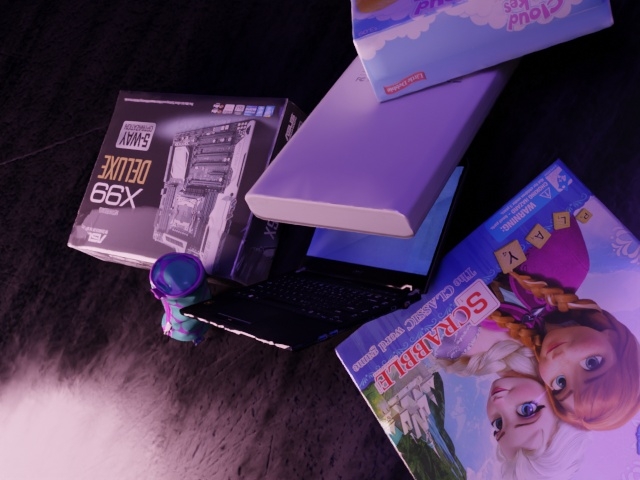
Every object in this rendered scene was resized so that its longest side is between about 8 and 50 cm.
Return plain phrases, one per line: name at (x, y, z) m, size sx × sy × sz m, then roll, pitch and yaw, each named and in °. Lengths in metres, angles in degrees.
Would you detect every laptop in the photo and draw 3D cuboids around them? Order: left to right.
laptop at (0.000, 0.000, 0.921) m, size 0.234 × 0.264 × 0.136 m, roll 7°, pitch 111°, yaw 54°

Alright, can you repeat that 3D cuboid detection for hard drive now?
hard drive at (0.077, -0.131, 0.944) m, size 0.203 × 0.040 × 0.307 m, roll 8°, pitch 49°, yaw 34°

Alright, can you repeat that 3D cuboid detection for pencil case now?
pencil case at (-0.170, 0.073, 1.034) m, size 0.064 × 0.151 × 0.070 m, roll 41°, pitch 67°, yaw 18°

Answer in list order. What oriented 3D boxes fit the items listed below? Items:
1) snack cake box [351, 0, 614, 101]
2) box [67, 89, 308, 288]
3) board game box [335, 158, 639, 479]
snack cake box at (0.171, -0.267, 0.940) m, size 0.264 × 0.089 × 0.152 m, roll -17°, pitch 38°, yaw 14°
box at (-0.181, -0.075, 1.141) m, size 0.308 × 0.076 × 0.242 m, roll 10°, pitch 77°, yaw 34°
board game box at (0.215, 0.134, 0.824) m, size 0.319 × 0.066 × 0.318 m, roll -42°, pitch 55°, yaw 11°
